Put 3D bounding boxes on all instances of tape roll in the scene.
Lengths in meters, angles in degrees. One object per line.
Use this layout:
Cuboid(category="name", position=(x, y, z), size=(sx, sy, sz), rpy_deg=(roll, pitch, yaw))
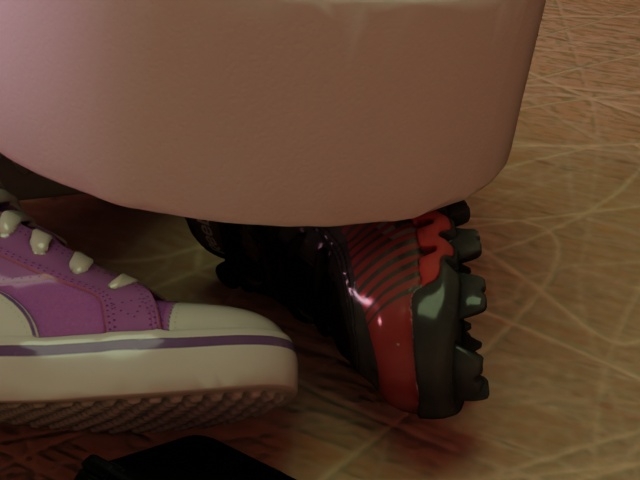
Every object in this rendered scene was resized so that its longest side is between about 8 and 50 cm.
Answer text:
Cuboid(category="tape roll", position=(-0.035, -0.115, 0.506), size=(0.286, 0.100, 0.286), rpy_deg=(6, 28, -3))

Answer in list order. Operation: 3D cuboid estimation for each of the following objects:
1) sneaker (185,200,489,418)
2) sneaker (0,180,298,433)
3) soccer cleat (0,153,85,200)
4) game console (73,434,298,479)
Cuboid(category="sneaker", position=(0.000, 0.000, 0.525), size=(0.135, 0.098, 0.276), rpy_deg=(-8, 32, -8))
Cuboid(category="sneaker", position=(-0.145, 0.003, 0.464), size=(0.282, 0.102, 0.161), rpy_deg=(3, 72, 7))
Cuboid(category="soccer cleat", position=(-0.189, -0.076, 0.582), size=(0.331, 0.116, 0.143), rpy_deg=(-12, 19, -39))
Cuboid(category="game console", position=(-0.043, 0.135, 0.401), size=(0.122, 0.071, 0.107), rpy_deg=(19, 69, 30))
